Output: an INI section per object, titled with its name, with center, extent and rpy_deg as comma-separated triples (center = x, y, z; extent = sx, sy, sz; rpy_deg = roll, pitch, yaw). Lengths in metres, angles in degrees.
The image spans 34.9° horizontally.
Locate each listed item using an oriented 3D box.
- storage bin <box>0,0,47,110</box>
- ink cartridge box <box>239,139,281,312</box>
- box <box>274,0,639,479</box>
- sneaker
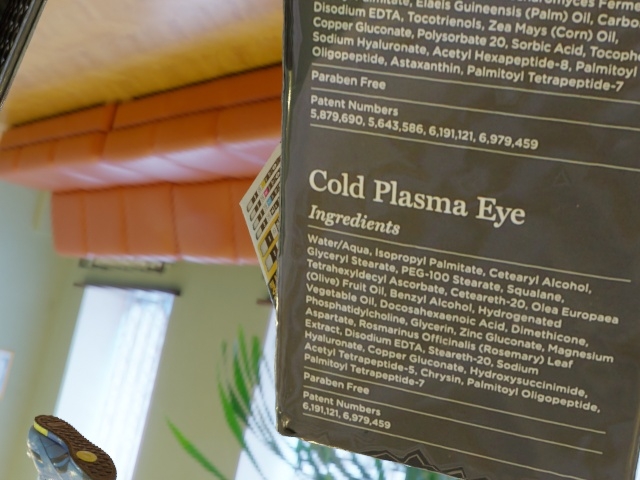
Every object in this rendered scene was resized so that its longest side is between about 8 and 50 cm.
[storage bin]
center = -0.172, -0.140, 0.421
extent = 0.122, 0.180, 0.084
rpy_deg = 22, -176, -30
[ink cartridge box]
center = 0.000, 0.000, 1.375
extent = 0.130, 0.272, 0.309
rpy_deg = 24, -157, -27
[box]
center = 0.120, -0.092, 0.553
extent = 0.179, 0.312, 0.343
rpy_deg = 9, -155, 19
[sneaker]
center = -0.377, 0.341, 1.533
extent = 0.209, 0.082, 0.069
rpy_deg = 24, -171, 42
